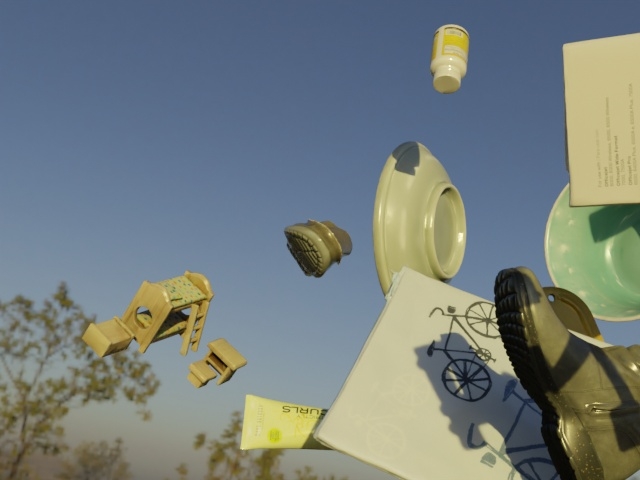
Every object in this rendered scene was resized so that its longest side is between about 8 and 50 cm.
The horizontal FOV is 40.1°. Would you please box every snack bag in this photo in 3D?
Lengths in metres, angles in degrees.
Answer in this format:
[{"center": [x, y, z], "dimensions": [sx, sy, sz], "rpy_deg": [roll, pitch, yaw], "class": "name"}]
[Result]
[{"center": [0.194, 0.196, 1.048], "dimensions": [0.343, 0.323, 0.037], "rpy_deg": [21, -44, 12], "class": "snack bag"}]

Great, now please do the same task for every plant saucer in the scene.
[{"center": [0.241, -0.020, 1.940], "dimensions": [0.101, 0.400, 0.400], "rpy_deg": [0, -18, 30], "class": "plant saucer"}]

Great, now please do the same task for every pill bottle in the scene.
[{"center": [0.225, -0.316, 1.537], "dimensions": [0.065, 0.116, 0.065], "rpy_deg": [8, -32, 5], "class": "pill bottle"}]

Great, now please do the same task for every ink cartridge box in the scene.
[{"center": [0.379, -0.123, 0.878], "dimensions": [0.233, 0.168, 0.171], "rpy_deg": [-2, 3, 31], "class": "ink cartridge box"}]

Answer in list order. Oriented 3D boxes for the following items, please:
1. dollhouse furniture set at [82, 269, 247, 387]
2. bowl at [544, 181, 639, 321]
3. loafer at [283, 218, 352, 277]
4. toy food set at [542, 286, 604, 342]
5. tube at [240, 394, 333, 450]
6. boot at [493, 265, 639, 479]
[{"center": [-0.201, 0.134, 1.232], "dimensions": [0.161, 0.101, 0.182], "rpy_deg": [41, 22, 16], "class": "dollhouse furniture set"}, {"center": [0.589, 0.005, 1.606], "dimensions": [0.163, 0.311, 0.312], "rpy_deg": [16, -16, -42], "class": "bowl"}, {"center": [0.000, 0.000, 1.366], "dimensions": [0.087, 0.094, 0.251], "rpy_deg": [-34, 2, -7], "class": "loafer"}, {"center": [0.360, 0.181, 1.319], "dimensions": [0.128, 0.217, 0.071], "rpy_deg": [-14, -17, -12], "class": "toy food set"}, {"center": [-0.008, 0.310, 1.440], "dimensions": [0.240, 0.062, 0.070], "rpy_deg": [7, 20, -2], "class": "tube"}, {"center": [0.282, 0.120, 0.873], "dimensions": [0.161, 0.246, 0.083], "rpy_deg": [-22, 0, -7], "class": "boot"}]
